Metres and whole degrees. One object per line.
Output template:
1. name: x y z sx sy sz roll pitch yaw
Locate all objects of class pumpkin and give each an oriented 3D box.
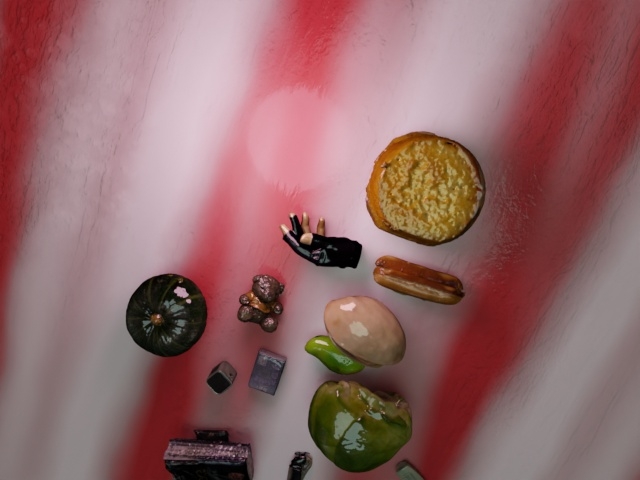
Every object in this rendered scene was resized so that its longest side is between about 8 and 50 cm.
1. pumpkin: -0.548 0.266 1.725 0.300 0.207 0.300 1 92 15

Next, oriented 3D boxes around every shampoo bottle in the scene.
1. shampoo bottle: 0.381 0.964 1.879 0.072 0.049 0.212 -40 97 7

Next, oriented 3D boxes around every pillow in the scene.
1. pillow: -0.431 0.796 1.908 0.150 0.048 0.091 -1 97 8

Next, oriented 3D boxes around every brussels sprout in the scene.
1. brussels sprout: 0.139 0.662 1.728 0.371 0.276 0.315 7 90 -4

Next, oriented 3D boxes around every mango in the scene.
1. mango: 0.054 0.423 1.757 0.232 0.111 0.126 15 99 2

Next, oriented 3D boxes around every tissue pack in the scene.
1. tissue pack: -0.204 0.504 1.825 0.112 0.051 0.156 20 103 3
2. tissue pack: -0.431 0.886 1.865 0.332 0.123 0.245 2 127 3

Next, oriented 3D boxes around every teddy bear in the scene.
1. teddy bear: -0.214 0.217 1.732 0.177 0.140 0.190 25 96 -28

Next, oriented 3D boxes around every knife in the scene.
1. knife: -0.105 1.025 1.935 0.089 0.043 0.366 12 104 3

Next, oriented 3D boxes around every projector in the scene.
1. projector: -0.379 0.525 1.826 0.083 0.082 0.083 -39 98 11

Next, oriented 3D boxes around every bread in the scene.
1. bread: 0.351 -0.164 1.554 0.397 0.215 0.398 0 99 0

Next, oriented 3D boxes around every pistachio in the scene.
1. pistachio: 0.149 0.310 1.659 0.309 0.230 0.230 45 102 -4

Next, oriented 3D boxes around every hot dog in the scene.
1. hot dog: 0.346 0.152 1.667 0.337 0.135 0.100 17 125 1

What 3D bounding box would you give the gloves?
1. gloves: 0.001 0.008 1.626 0.301 0.197 0.152 34 92 -4
